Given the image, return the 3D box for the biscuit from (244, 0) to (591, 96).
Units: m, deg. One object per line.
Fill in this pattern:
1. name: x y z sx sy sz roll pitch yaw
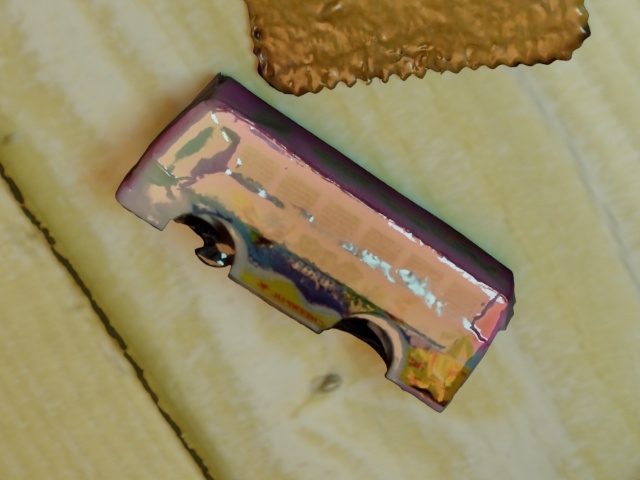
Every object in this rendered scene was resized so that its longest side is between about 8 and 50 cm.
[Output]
1. biscuit: 0.050 -0.215 1.269 0.232 0.013 0.236 -6 114 15

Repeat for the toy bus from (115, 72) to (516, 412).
1. toy bus: 0.000 0.000 1.343 0.274 0.090 0.112 34 111 -5
